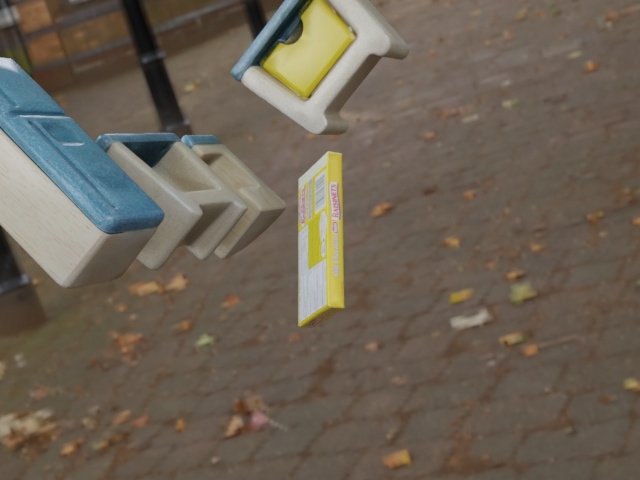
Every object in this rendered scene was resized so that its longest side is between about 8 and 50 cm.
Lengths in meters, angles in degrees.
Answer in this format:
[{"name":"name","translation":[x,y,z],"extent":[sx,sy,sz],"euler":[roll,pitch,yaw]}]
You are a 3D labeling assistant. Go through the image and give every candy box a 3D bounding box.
[{"name":"candy box","translation":[0.000,0.000,1.622],"extent":[0.027,0.205,0.105],"euler":[6,-19,-19]}]

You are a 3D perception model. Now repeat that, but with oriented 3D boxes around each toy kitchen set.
[{"name":"toy kitchen set","translation":[-0.072,-0.085,0.654],"extent":[0.166,0.122,0.207],"euler":[-51,-13,17]}]
